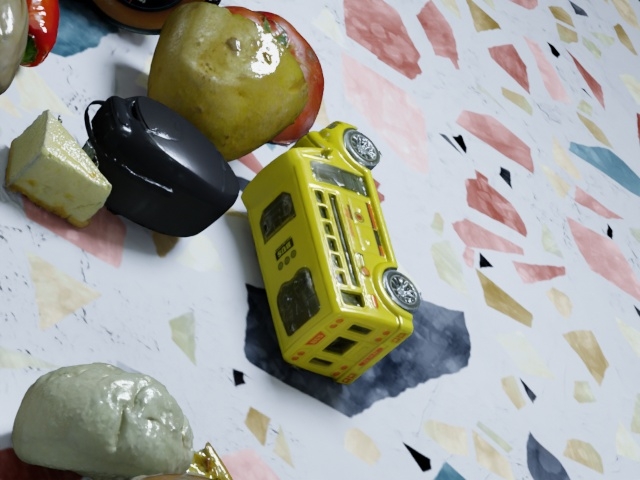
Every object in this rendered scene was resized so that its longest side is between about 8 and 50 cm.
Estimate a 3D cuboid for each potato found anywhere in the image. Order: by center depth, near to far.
[{"bbox_3d":[-0.132,-0.169,2.088,0.203,0.178,0.158,47,45,-27],"label":"potato"}]

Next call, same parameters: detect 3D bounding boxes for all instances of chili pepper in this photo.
[{"bbox_3d":[-0.389,-0.318,2.028,0.137,0.092,0.368,-11,55,-22],"label":"chili pepper"}]

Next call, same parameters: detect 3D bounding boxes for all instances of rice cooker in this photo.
[{"bbox_3d":[-0.190,-0.084,1.941,0.203,0.118,0.142,29,25,-30],"label":"rice cooker"}]

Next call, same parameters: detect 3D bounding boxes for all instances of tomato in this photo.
[{"bbox_3d":[-0.080,-0.236,2.290,0.225,0.085,0.225,29,39,-27],"label":"tomato"}]

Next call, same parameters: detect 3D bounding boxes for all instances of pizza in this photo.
[{"bbox_3d":[-0.117,0.273,1.719,0.099,0.036,0.160,16,43,-40],"label":"pizza"}]

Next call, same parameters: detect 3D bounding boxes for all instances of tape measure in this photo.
[{"bbox_3d":[-0.222,-0.365,2.150,0.223,0.202,0.135,27,40,-21],"label":"tape measure"}]

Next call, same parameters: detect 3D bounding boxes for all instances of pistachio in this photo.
[{"bbox_3d":[-0.389,-0.249,1.870,0.136,0.136,0.226,19,42,-37],"label":"pistachio"}]

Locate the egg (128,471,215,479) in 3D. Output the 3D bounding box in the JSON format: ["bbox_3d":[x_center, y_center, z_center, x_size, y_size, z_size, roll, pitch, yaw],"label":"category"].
[{"bbox_3d":[-0.125,0.307,1.516,0.245,0.203,0.203,7,49,-59],"label":"egg"}]

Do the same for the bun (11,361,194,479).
[{"bbox_3d":[-0.202,0.176,1.616,0.188,0.164,0.111,17,77,-32],"label":"bun"}]

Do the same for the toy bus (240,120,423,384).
[{"bbox_3d":[0.000,0.000,2.062,0.152,0.144,0.330,17,44,-37],"label":"toy bus"}]

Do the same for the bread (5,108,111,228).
[{"bbox_3d":[-0.281,-0.080,1.871,0.109,0.084,0.080,30,37,-25],"label":"bread"}]
